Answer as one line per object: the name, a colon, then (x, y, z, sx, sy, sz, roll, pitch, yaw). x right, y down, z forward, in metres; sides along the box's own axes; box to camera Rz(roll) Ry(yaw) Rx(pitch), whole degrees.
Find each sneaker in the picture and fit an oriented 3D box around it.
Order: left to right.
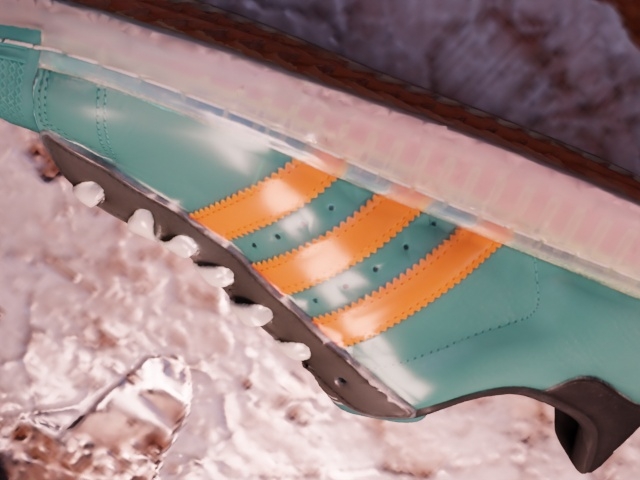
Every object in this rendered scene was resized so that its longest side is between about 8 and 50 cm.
sneaker: (0.000, 0.000, 0.407, 0.302, 0.108, 0.121, 21, 105, -9)
